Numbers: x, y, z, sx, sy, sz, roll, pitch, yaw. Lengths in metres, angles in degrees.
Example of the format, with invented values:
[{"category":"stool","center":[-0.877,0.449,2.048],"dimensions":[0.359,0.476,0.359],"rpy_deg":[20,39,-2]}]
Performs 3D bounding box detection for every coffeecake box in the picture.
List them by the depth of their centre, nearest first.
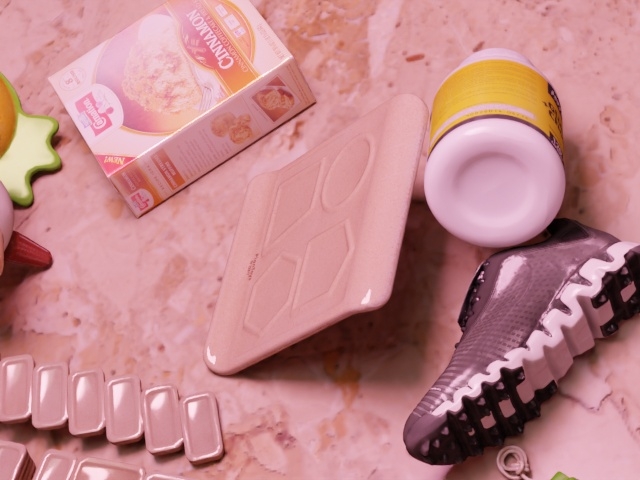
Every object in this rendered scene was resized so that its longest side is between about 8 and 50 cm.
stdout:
[{"category":"coffeecake box","center":[-0.121,-0.130,1.544],"dimensions":[0.185,0.068,0.142],"rpy_deg":[-34,52,-2]}]

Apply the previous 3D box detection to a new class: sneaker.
[{"category":"sneaker","center":[0.135,0.068,1.303],"dimensions":[0.234,0.078,0.106],"rpy_deg":[-41,49,-14]}]

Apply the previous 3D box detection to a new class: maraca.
[{"category":"maraca","center":[-0.319,-0.100,1.587],"dimensions":[0.186,0.099,0.127],"rpy_deg":[33,79,9]}]

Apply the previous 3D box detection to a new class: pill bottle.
[{"category":"pill bottle","center":[0.133,-0.078,1.354],"dimensions":[0.103,0.103,0.184],"rpy_deg":[-13,26,13]}]

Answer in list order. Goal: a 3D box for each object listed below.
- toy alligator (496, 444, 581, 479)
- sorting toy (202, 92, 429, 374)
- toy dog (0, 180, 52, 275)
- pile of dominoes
[{"category":"toy alligator","center":[0.184,0.185,1.214],"dimensions":[0.056,0.051,0.190],"rpy_deg":[-45,53,-13]},{"category":"sorting toy","center":[0.000,0.000,1.384],"dimensions":[0.208,0.038,0.193],"rpy_deg":[-24,43,47]},{"category":"toy dog","center":[-0.365,0.016,1.516],"dimensions":[0.334,0.161,0.220],"rpy_deg":[-5,59,36]},{"category":"pile of dominoes","center":[-0.195,0.191,1.386],"dimensions":[0.251,0.040,0.196],"rpy_deg":[9,60,17]}]
